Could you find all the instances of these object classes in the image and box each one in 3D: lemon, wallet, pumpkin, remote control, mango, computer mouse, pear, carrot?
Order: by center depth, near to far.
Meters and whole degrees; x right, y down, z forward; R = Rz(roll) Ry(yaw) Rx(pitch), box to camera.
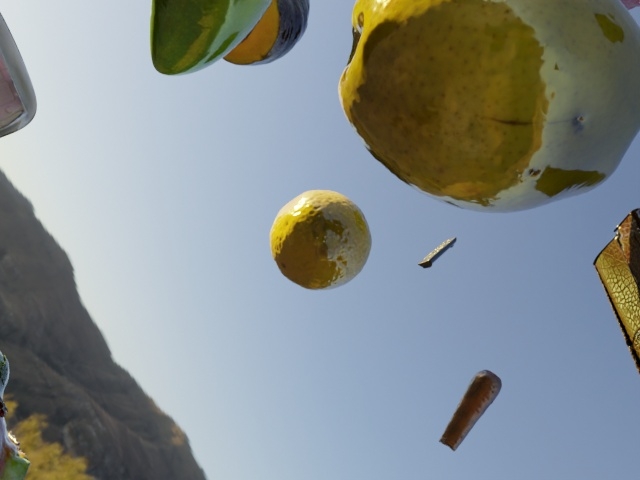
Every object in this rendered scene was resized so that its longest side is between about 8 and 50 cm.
[{"bbox_3d":[-0.129,-0.349,0.790,0.156,0.192,0.343,41,-55,6],"label":"mango"},{"bbox_3d":[0.233,-0.217,0.844,0.418,0.362,0.362,17,-32,-6],"label":"pear"},{"bbox_3d":[0.447,0.082,0.859,0.243,0.039,0.133,-89,-171,-45],"label":"wallet"},{"bbox_3d":[-0.531,-0.271,0.965,0.245,0.126,0.056,65,-8,3],"label":"computer mouse"},{"bbox_3d":[0.204,0.022,1.072,0.034,0.091,0.016,-28,-85,52],"label":"remote control"},{"bbox_3d":[-0.120,-0.479,1.111,0.221,0.139,0.317,-13,-82,23],"label":"pumpkin"},{"bbox_3d":[0.277,0.313,1.148,0.055,0.161,0.055,34,-10,7],"label":"carrot"},{"bbox_3d":[0.003,0.000,1.391,0.228,0.228,0.253,67,-19,-8],"label":"lemon"}]

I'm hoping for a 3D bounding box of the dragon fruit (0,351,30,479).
[{"bbox_3d":[-0.383,0.197,0.515,0.295,0.268,0.130,1,-61,33],"label":"dragon fruit"}]

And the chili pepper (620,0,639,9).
[{"bbox_3d":[0.540,-0.469,1.177,0.059,0.191,0.050,117,-33,-42],"label":"chili pepper"}]
